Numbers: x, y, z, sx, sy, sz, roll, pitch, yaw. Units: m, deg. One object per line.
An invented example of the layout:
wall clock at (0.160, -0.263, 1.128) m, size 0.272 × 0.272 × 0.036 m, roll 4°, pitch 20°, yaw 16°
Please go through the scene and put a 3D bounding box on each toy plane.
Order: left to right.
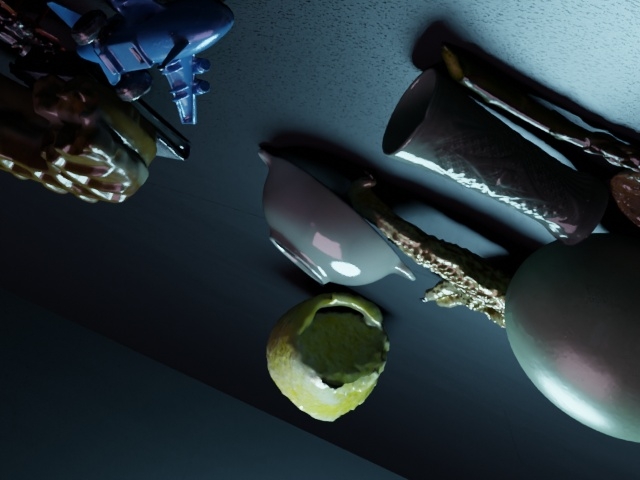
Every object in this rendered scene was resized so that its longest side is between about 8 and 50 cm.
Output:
toy plane at (-0.373, -0.257, 1.791) m, size 0.130 × 0.061 × 0.189 m, roll 33°, pitch 163°, yaw -26°
toy plane at (-0.184, -0.214, 1.575) m, size 0.271 × 0.105 × 0.254 m, roll 10°, pitch 144°, yaw 54°

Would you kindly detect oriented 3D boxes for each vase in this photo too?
vase at (0.176, -0.075, 1.466) m, size 0.219 × 0.096 × 0.096 m, roll 28°, pitch 164°, yaw -17°

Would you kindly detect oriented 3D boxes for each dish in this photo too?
dish at (0.000, 0.000, 1.870) m, size 0.236 × 0.086 × 0.228 m, roll 38°, pitch 173°, yaw 31°

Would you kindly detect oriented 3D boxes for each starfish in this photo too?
starfish at (0.228, 0.083, 1.872) m, size 0.432 × 0.082 × 0.324 m, roll 34°, pitch 176°, yaw 14°

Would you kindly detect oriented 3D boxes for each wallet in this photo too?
wallet at (-0.288, -0.176, 1.968) m, size 0.167 × 0.036 × 0.222 m, roll 11°, pitch 160°, yaw 42°

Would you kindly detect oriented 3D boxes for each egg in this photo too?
egg at (0.323, 0.103, 1.585) m, size 0.283 × 0.203 × 0.203 m, roll 27°, pitch 165°, yaw -18°

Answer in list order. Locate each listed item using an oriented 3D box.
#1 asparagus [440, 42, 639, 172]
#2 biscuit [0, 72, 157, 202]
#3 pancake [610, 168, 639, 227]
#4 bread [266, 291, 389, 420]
asparagus at (0.209, -0.116, 1.390) m, size 0.236 × 0.027 × 0.034 m, roll 27°, pitch 152°, yaw -4°
biscuit at (-0.365, -0.145, 1.880) m, size 0.366 × 0.115 × 0.268 m, roll 19°, pitch 168°, yaw 23°
pancake at (0.353, -0.029, 1.444) m, size 0.158 × 0.028 × 0.158 m, roll 25°, pitch 161°, yaw 9°
bread at (0.018, 0.176, 2.346) m, size 0.197 × 0.197 × 0.170 m, roll 29°, pitch 157°, yaw -9°
